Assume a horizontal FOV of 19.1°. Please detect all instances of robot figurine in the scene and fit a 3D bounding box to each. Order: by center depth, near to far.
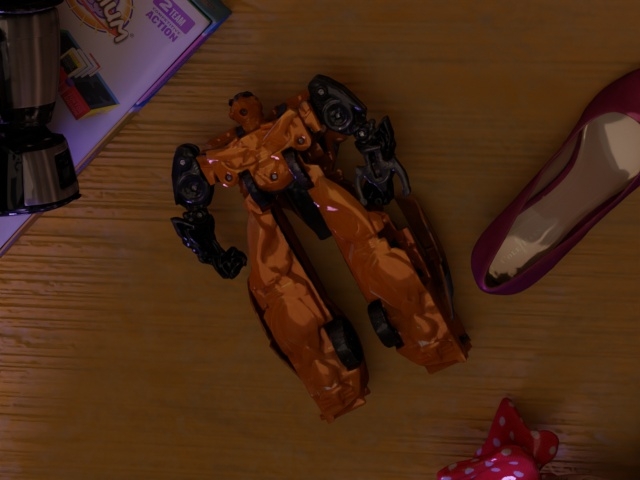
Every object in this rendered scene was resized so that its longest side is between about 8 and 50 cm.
[{"bbox_3d":[0.000,0.000,1.634,0.211,0.085,0.291,-25,99,16],"label":"robot figurine"}]

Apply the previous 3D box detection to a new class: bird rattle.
[{"bbox_3d":[0.224,0.259,1.640,0.253,0.143,0.207,2,115,12],"label":"bird rattle"}]

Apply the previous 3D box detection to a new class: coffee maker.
[{"bbox_3d":[-0.288,-0.114,1.585,0.171,0.120,0.178,7,106,33],"label":"coffee maker"}]

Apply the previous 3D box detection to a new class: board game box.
[{"bbox_3d":[-0.270,-0.167,1.650,0.242,0.064,0.316,45,108,-3],"label":"board game box"}]

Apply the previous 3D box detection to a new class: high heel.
[{"bbox_3d":[0.216,-0.051,1.562,0.244,0.117,0.082,-41,94,18],"label":"high heel"}]
